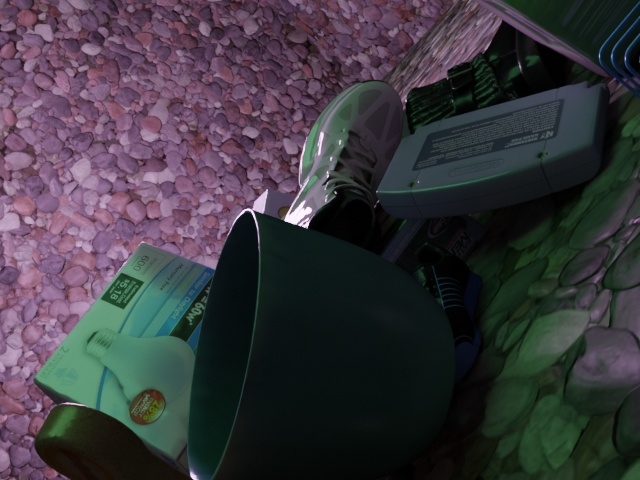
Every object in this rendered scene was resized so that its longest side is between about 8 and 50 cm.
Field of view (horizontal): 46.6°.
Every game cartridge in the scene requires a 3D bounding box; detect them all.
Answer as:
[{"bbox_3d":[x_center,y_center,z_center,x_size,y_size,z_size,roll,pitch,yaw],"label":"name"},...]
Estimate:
[{"bbox_3d":[0.228,-0.115,0.997,0.297,0.062,0.198,-11,38,33],"label":"game cartridge"}]

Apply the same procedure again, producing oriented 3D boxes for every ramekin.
[{"bbox_3d":[0.329,-0.351,1.011,0.148,0.303,0.303,-59,7,18],"label":"ramekin"}]

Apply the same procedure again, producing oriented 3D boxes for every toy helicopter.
[{"bbox_3d":[-0.098,0.252,0.650,0.235,0.355,0.140,-25,31,45],"label":"toy helicopter"}]

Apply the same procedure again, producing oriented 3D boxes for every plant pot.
[{"bbox_3d":[0.002,0.134,0.812,0.293,0.235,0.293,-167,90,-73],"label":"plant pot"}]

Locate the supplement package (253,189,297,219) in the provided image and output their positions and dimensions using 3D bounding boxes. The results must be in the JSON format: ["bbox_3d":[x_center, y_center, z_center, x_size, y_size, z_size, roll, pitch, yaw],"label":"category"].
[{"bbox_3d":[-0.063,0.005,1.767,0.149,0.203,0.194,151,130,-71],"label":"supplement package"}]

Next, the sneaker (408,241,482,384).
[{"bbox_3d":[0.142,0.087,0.916,0.081,0.090,0.232,-48,10,29],"label":"sneaker"}]

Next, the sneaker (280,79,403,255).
[{"bbox_3d":[0.059,-0.077,1.160,0.448,0.169,0.257,-63,20,-15],"label":"sneaker"}]

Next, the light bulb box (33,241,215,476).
[{"bbox_3d":[-0.275,0.244,1.446,0.358,0.361,0.225,-58,-30,-27],"label":"light bulb box"}]

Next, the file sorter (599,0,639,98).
[{"bbox_3d":[0.375,-0.194,0.749,0.118,0.104,0.170,-51,8,13],"label":"file sorter"}]

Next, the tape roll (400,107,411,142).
[{"bbox_3d":[0.201,-0.196,1.492,0.219,0.072,0.219,-45,-20,-21],"label":"tape roll"}]

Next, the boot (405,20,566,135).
[{"bbox_3d":[0.287,-0.291,1.315,0.260,0.131,0.348,-30,21,33],"label":"boot"}]

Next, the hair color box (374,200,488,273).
[{"bbox_3d":[0.123,0.011,1.249,0.185,0.113,0.374,-53,9,-1],"label":"hair color box"}]
